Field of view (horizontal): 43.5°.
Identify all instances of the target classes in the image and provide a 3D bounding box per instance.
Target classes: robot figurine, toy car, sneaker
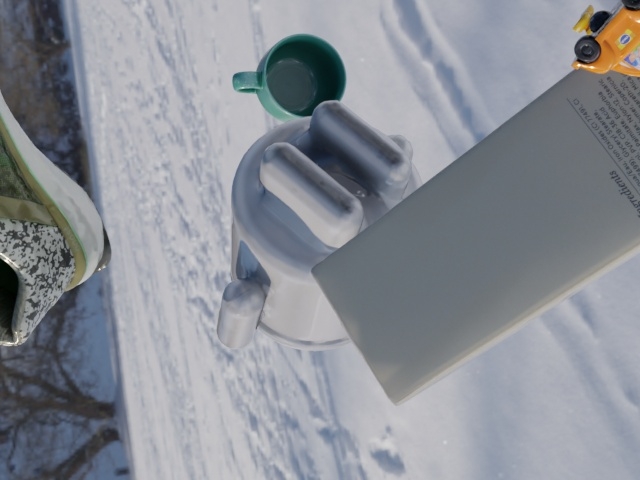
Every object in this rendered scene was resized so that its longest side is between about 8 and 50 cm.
[{"bbox_3d":[0.000,0.000,0.896,0.200,0.300,0.353,44,156,15],"label":"robot figurine"},{"bbox_3d":[0.154,-0.108,0.385,0.060,0.040,0.122,-53,-2,30],"label":"toy car"},{"bbox_3d":[-0.358,-0.061,0.729,0.410,0.158,0.182,53,-153,-31],"label":"sneaker"}]

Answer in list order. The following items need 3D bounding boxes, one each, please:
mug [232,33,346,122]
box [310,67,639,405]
[{"bbox_3d":[-0.047,-0.251,1.234,0.129,0.158,0.097,-63,16,-7],"label":"mug"},{"bbox_3d":[0.138,-0.013,0.517,0.275,0.094,0.113,-36,76,21],"label":"box"}]
